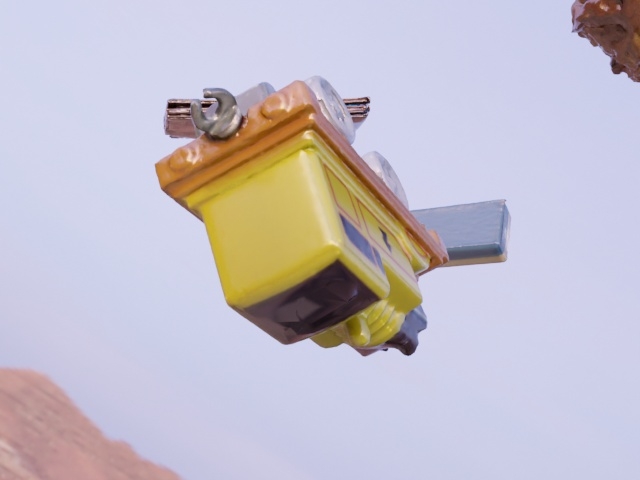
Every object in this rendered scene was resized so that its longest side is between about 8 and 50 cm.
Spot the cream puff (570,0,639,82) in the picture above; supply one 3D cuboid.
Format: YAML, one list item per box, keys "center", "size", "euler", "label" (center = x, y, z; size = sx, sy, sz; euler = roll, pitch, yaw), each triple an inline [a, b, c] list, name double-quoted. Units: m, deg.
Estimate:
- center: [0.367, -0.274, 1.164]
  size: [0.269, 0.155, 0.241]
  euler: [32, -45, 23]
  label: "cream puff"

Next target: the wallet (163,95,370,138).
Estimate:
- center: [-0.064, -0.142, 1.275]
  size: [0.230, 0.042, 0.124]
  euler: [1, -6, -9]
  label: "wallet"

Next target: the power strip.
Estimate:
- center: [0.117, -0.003, 1.050]
  size: [0.123, 0.056, 0.032]
  euler: [-6, -39, 25]
  label: "power strip"

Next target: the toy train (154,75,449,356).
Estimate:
- center: [0.000, 0.000, 0.575]
  size: [0.089, 0.127, 0.219]
  euler: [-27, -35, 14]
  label: "toy train"
